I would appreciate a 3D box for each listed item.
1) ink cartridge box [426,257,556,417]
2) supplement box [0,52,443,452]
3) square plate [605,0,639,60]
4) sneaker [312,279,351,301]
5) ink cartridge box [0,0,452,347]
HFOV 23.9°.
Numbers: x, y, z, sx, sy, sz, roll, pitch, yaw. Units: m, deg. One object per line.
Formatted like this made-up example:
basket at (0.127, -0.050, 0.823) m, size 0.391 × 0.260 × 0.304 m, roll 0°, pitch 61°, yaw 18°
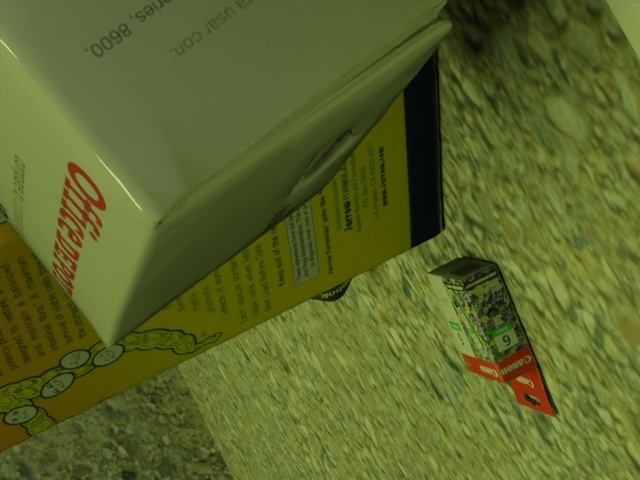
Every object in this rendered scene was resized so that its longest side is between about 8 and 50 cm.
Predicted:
ink cartridge box at (0.115, 0.070, 1.019) m, size 0.115 × 0.029 × 0.063 m, roll 67°, pitch 165°, yaw -10°
supplement box at (-0.121, -0.048, 0.991) m, size 0.194 × 0.356 × 0.195 m, roll 54°, pitch 163°, yaw 35°
square plate at (0.180, 0.029, 0.453) m, size 0.347 × 0.049 × 0.344 m, roll 61°, pitch -171°, yaw 6°
sneaker at (0.000, 0.000, 1.232) m, size 0.106 × 0.078 × 0.234 m, roll 62°, pitch 170°, yaw -6°
ink cartridge box at (-0.151, -0.165, 0.720) m, size 0.395 × 0.166 × 0.285 m, roll 50°, pitch 163°, yaw 3°
